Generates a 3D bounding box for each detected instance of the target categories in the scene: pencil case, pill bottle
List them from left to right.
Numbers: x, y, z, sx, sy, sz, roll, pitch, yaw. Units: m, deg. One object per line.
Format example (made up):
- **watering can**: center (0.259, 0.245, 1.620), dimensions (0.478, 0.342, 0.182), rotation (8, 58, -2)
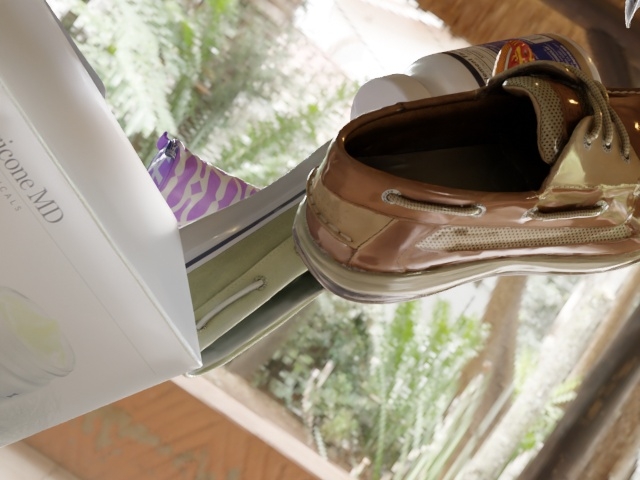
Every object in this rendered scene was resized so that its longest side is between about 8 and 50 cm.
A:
- **pencil case**: center (-0.102, -0.035, 1.085), dimensions (0.206, 0.086, 0.088), rotation (31, 43, -27)
- **pill bottle**: center (0.175, -0.141, 1.119), dimensions (0.264, 0.153, 0.153), rotation (-16, 29, -30)

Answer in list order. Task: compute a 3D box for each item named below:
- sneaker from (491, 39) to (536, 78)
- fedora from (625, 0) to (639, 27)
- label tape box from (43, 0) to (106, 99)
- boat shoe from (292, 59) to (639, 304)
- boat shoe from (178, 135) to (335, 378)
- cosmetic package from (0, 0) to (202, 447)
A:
- **sneaker**: center (0.158, -0.094, 0.904), dimensions (0.064, 0.175, 0.067), rotation (-10, 23, -43)
- **fedora**: center (0.550, -0.444, 1.514), dimensions (0.124, 0.275, 0.244), rotation (11, -50, 7)
- **label tape box**: center (-0.325, -0.078, 0.916), dimensions (0.249, 0.348, 0.115), rotation (-20, -42, 29)
- **boat shoe**: center (0.144, -0.048, 0.628), dimensions (0.116, 0.324, 0.123), rotation (98, -29, -51)
- **boat shoe**: center (0.000, 0.000, 0.749), dimensions (0.094, 0.302, 0.109), rotation (54, -13, 22)
- **cosmetic package**: center (-0.213, -0.001, 0.531), dimensions (0.138, 0.224, 0.224), rotation (-111, 176, -46)
